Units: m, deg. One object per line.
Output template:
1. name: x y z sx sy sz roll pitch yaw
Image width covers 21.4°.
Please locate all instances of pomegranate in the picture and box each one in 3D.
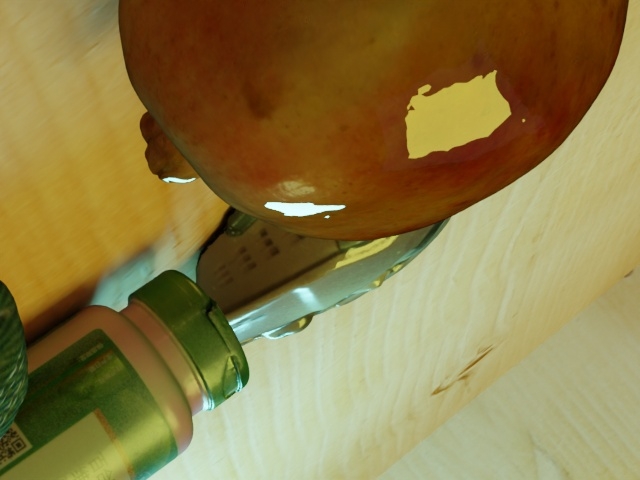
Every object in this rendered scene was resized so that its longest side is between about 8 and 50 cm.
1. pomegranate: 0.013 -0.110 0.846 0.270 0.229 0.252 -37 178 36

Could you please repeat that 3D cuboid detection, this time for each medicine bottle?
1. medicine bottle: -0.186 0.136 1.233 0.274 0.133 0.133 -36 165 -19

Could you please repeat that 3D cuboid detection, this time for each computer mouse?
1. computer mouse: 0.005 0.004 1.364 0.389 0.115 0.199 -47 161 22

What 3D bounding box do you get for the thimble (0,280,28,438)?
1. thimble: -0.232 0.073 0.958 0.135 0.118 0.090 -34 165 -22
